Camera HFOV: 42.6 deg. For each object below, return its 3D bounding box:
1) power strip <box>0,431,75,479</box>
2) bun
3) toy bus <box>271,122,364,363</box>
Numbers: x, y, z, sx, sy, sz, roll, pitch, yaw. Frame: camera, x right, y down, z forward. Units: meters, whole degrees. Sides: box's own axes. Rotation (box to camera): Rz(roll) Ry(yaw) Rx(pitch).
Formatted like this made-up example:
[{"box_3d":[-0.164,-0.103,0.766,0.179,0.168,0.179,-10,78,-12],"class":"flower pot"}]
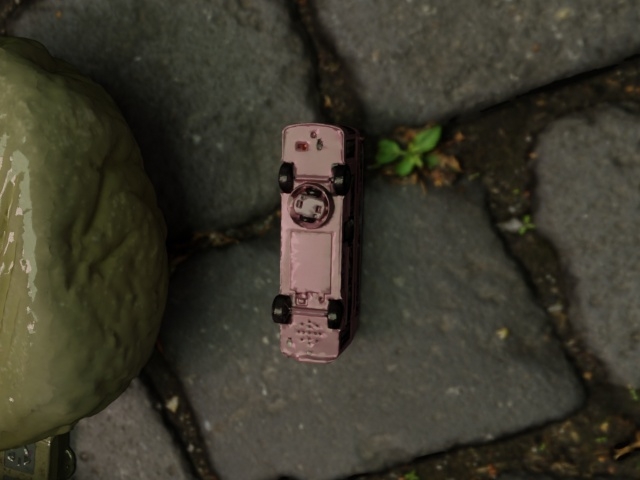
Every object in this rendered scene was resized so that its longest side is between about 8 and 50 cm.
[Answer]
[{"box_3d":[-0.392,0.218,0.895,0.268,0.034,0.092,11,102,16],"class":"power strip"},{"box_3d":[-0.282,-0.003,0.724,0.352,0.227,0.349,37,107,12],"class":"bun"},{"box_3d":[0.000,0.000,0.708,0.063,0.090,0.203,5,101,16],"class":"toy bus"}]
